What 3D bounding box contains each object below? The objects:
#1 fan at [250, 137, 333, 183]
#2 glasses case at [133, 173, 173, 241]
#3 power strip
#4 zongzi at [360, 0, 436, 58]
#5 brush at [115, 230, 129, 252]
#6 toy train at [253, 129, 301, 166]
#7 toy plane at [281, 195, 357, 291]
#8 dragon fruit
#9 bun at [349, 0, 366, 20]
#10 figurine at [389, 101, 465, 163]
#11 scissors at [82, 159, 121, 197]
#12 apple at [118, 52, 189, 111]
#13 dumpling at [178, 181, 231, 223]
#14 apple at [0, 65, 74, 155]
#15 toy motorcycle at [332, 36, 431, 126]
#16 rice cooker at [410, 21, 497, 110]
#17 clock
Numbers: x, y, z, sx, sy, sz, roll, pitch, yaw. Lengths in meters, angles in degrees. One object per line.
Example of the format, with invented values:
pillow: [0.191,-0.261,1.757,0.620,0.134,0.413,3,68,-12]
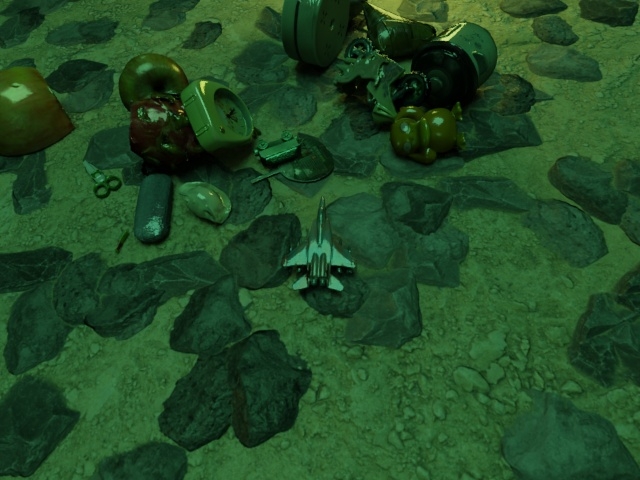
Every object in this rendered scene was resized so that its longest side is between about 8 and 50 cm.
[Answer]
fan: [-0.097,-0.296,1.547,0.293,0.012,0.224,-1,56,5]
glasses case: [-0.564,-0.116,1.440,0.109,0.067,0.283,-7,55,-3]
power strip: [-0.019,-0.909,1.736,0.161,0.358,0.358,22,61,17]
zongzi: [0.321,-0.926,1.813,0.285,0.138,0.300,-14,77,-5]
brush: [-0.658,0.005,1.398,0.021,0.019,0.083,1,56,18]
toy train: [-0.152,-0.327,1.531,0.171,0.070,0.100,-23,65,-9]
toy plane: [0.000,0.005,1.289,0.222,0.104,0.327,1,53,5]
dragon fruit: [-0.526,-0.378,1.514,0.290,0.250,0.270,3,76,-27]
bun: [0.044,-1.127,1.917,0.354,0.354,0.194,25,84,20]
figurine: [0.369,-0.371,1.473,0.228,0.215,0.215,-15,55,-22]
scissors: [-0.818,-0.237,1.567,0.101,0.027,0.204,-39,63,-20]
apple: [-0.646,-0.586,1.653,0.264,0.264,0.265,-2,57,4]
dumpling: [-0.378,-0.143,1.425,0.169,0.100,0.134,23,47,17]
apple: [-1.195,-0.498,1.687,0.309,0.314,0.252,-35,17,-23]
toy motorcycle: [0.213,-0.588,1.595,0.410,0.168,0.237,47,109,26]
rice cooker: [0.489,-0.640,1.577,0.316,0.264,0.317,-24,28,14]
clock: [-0.335,-0.434,1.518,0.096,0.308,0.235,-25,87,30]
